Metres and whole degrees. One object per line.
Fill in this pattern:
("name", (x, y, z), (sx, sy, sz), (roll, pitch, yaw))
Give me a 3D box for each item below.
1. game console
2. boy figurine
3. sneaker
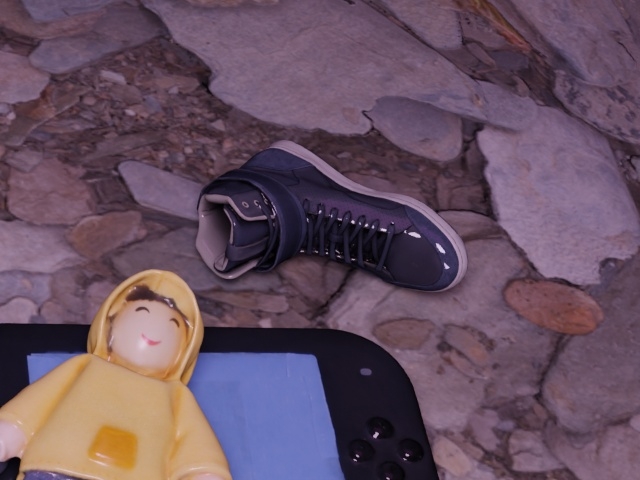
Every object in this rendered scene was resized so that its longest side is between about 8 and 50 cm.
("game console", (-0.089, 0.202, 1.128), (0.386, 0.060, 0.342), (2, 44, -18))
("boy figurine", (-0.137, 0.142, 1.074), (0.177, 0.092, 0.285), (19, 48, 1))
("sneaker", (-0.001, 0.001, 1.343), (0.226, 0.086, 0.163), (27, 30, 23))
